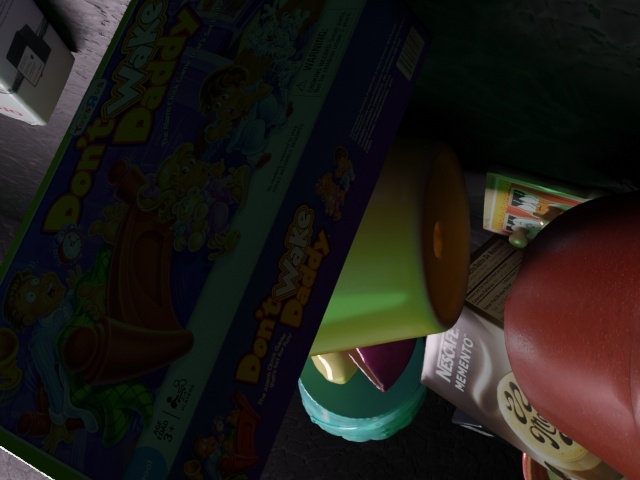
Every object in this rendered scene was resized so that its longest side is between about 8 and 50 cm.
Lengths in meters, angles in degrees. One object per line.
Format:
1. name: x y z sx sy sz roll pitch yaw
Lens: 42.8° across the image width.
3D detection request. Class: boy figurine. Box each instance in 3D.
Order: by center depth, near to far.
1. boy figurine: -0.017 0.132 1.392 0.177 0.092 0.285 32 -170 -35

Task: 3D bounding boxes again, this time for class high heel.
1. high heel: -0.029 0.083 1.243 0.377 0.181 0.127 20 168 7

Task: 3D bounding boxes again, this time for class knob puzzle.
1. knob puzzle: 0.244 -0.002 0.759 0.213 0.030 0.213 20 168 5

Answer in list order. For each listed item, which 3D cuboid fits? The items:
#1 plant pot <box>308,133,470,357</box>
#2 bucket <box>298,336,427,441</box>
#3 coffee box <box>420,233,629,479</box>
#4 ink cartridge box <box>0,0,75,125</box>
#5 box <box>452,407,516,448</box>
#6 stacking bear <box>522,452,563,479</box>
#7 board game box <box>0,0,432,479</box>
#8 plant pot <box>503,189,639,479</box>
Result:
1. plant pot: 0.000 0.000 0.734 0.239 0.254 0.254 0 160 24
2. bucket: 0.080 0.237 1.555 0.281 0.281 0.183 19 163 13
3. coffee box: 0.260 0.145 0.845 0.297 0.119 0.168 32 142 30
4. ink cartridge box: -0.342 -0.202 0.759 0.153 0.087 0.208 20 167 7
5. box: 0.365 0.248 1.284 0.261 0.184 0.103 24 165 -14
6. stacking bear: 0.404 0.252 1.126 0.175 0.164 0.289 39 -142 17
7. board game box: -0.095 -0.010 0.550 0.233 0.347 0.078 11 164 39
8. plant pot: 0.267 0.068 0.530 0.272 0.272 0.265 24 175 -13
